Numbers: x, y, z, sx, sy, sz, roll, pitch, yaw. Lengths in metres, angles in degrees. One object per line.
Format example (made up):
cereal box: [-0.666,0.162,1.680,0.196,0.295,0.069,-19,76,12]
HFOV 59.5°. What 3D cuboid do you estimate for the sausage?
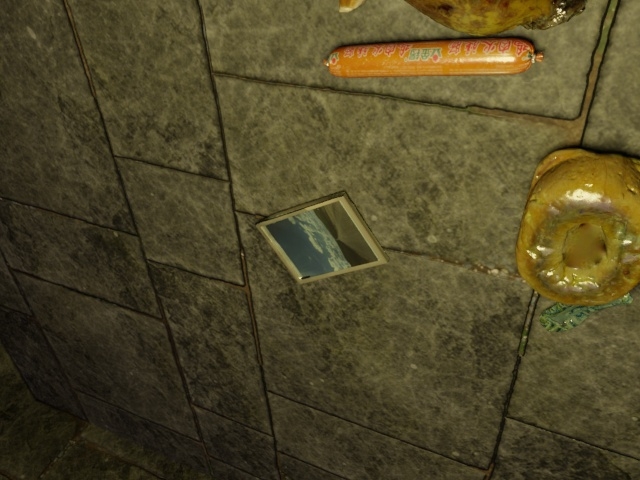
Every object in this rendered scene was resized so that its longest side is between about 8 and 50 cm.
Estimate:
sausage: [0.160,-0.281,0.867,0.348,0.053,0.053,7,129,26]

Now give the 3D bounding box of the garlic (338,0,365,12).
garlic: [0.014,-0.438,0.807,0.198,0.090,0.129,44,147,-15]

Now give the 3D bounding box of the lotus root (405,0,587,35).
lotus root: [0.151,-0.391,0.677,0.398,0.195,0.179,38,171,-3]

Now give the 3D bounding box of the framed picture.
framed picture: [0.000,0.000,1.219,0.260,0.023,0.189,-16,119,38]

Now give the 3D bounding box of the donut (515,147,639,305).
donut: [0.421,-0.014,0.880,0.209,0.128,0.261,10,132,23]

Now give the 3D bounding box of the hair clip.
hair clip: [0.473,0.121,1.001,0.066,0.036,0.229,34,155,1]
